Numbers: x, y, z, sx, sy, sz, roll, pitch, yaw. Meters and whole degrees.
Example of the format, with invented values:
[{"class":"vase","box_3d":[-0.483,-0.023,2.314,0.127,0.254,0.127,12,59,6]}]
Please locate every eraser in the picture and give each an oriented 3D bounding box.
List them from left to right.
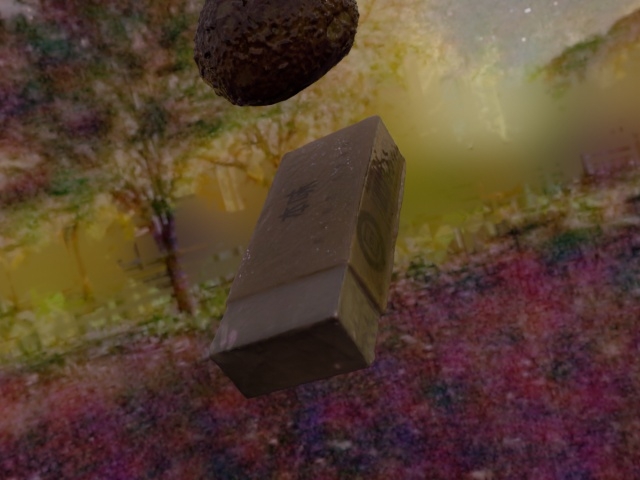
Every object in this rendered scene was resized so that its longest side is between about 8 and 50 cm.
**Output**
[{"class":"eraser","box_3d":[0.000,0.000,0.728,0.144,0.078,0.343,-20,31,25]}]

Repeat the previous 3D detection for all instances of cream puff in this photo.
[{"class":"cream puff","box_3d":[-0.044,-0.175,0.565,0.148,0.084,0.149,-16,41,15]}]
